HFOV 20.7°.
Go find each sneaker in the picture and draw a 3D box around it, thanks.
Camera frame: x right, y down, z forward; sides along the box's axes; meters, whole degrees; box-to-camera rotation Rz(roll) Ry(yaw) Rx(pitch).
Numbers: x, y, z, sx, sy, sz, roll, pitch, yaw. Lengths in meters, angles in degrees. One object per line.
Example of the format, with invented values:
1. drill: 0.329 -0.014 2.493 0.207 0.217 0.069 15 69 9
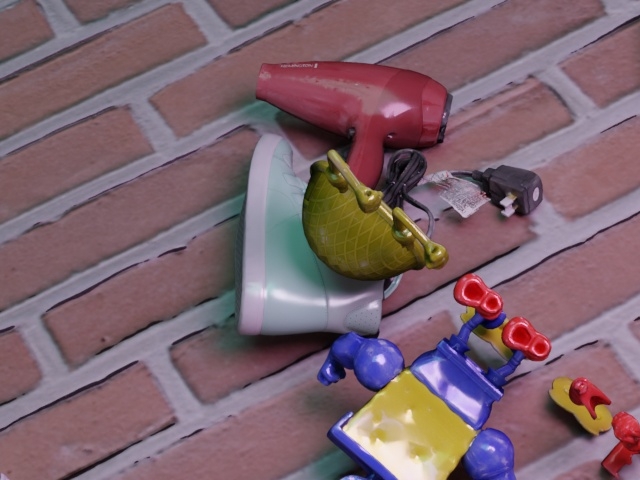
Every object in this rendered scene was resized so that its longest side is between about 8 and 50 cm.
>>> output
1. sneaker: 0.000 0.001 1.618 0.151 0.094 0.256 6 40 -7

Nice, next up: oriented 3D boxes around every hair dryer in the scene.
1. hair dryer: 0.049 -0.098 1.640 0.223 0.080 0.293 -17 41 -41

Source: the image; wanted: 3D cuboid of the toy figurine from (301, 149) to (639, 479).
1. toy figurine: 0.066 0.124 1.415 0.362 0.191 0.217 41 89 3

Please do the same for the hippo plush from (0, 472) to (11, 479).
1. hippo plush: -0.218 0.344 1.267 0.236 0.294 0.234 -49 37 -17
